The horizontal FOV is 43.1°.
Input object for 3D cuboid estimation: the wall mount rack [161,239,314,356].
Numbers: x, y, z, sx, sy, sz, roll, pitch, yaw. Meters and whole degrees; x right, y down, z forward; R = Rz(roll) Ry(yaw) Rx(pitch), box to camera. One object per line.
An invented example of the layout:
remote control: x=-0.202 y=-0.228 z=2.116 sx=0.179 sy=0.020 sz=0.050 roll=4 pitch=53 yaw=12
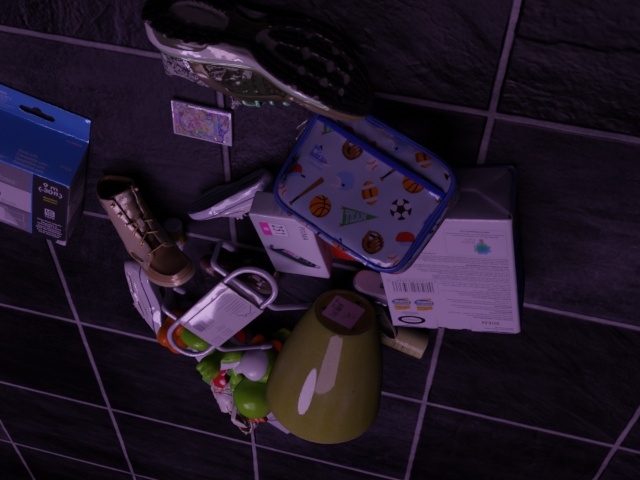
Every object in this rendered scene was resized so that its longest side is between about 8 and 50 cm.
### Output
wall mount rack: x=-0.175 y=0.156 z=1.835 sx=0.304 sy=0.130 sz=0.350 roll=37 pitch=127 yaw=-20

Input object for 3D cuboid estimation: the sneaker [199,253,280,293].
sneaker: x=-0.182 y=0.059 z=1.874 sx=0.188 sy=0.066 sz=0.071 roll=20 pitch=124 yaw=-10

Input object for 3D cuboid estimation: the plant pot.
plant pot: x=0.028 y=0.258 z=1.818 sx=0.275 sy=0.274 sz=0.293 roll=15 pitch=133 yaw=4

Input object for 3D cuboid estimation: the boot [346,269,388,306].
boot: x=0.154 y=0.117 z=1.807 sx=0.190 sy=0.069 sz=0.086 roll=22 pitch=162 yaw=-9

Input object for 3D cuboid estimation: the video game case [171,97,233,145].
video game case: x=-0.231 y=-0.231 z=1.584 sx=0.122 sy=0.011 sz=0.087 roll=13 pitch=140 yaw=6

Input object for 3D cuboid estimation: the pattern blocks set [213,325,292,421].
pattern blocks set: x=-0.129 y=0.347 z=2.096 sx=0.325 sy=0.026 sz=0.285 roll=38 pitch=113 yaw=10

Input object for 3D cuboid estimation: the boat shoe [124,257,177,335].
boat shoe: x=-0.430 y=0.148 z=2.037 sx=0.088 sy=0.096 sz=0.267 roll=9 pitch=139 yaw=17

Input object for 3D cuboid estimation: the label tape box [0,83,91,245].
label tape box: x=-0.639 y=-0.159 z=1.753 sx=0.241 sy=0.106 sz=0.333 roll=21 pitch=141 yaw=-4

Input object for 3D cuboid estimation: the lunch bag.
lunch bag: x=0.078 y=-0.102 z=1.409 sx=0.303 sy=0.243 sz=0.115 roll=35 pitch=-173 yaw=16

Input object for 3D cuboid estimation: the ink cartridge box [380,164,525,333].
ink cartridge box: x=0.260 y=0.044 z=1.601 sx=0.270 sy=0.151 sz=0.395 roll=2 pitch=136 yaw=19

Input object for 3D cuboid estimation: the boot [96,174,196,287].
boot: x=-0.383 y=-0.024 z=1.755 sx=0.262 sy=0.095 sz=0.203 roll=36 pitch=154 yaw=43

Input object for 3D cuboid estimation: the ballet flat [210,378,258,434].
ballet flat: x=-0.248 y=0.481 z=2.352 sx=0.091 sy=0.077 sz=0.241 roll=-10 pitch=132 yaw=31

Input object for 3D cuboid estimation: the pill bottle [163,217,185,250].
pill bottle: x=-0.333 y=-0.011 z=1.853 sx=0.043 sy=0.043 sz=0.083 roll=10 pitch=140 yaw=10

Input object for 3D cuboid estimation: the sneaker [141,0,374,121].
sneaker: x=-0.103 y=-0.290 z=1.387 sx=0.410 sy=0.158 sz=0.182 roll=24 pitch=152 yaw=4

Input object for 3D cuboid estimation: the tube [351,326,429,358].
tube: x=0.136 y=0.209 z=1.917 sx=0.240 sy=0.062 sz=0.070 roll=23 pitch=97 yaw=5

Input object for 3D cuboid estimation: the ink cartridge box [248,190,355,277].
ink cartridge box: x=0.000 y=0.000 z=1.673 sx=0.239 sy=0.060 sz=0.275 roll=8 pitch=155 yaw=14

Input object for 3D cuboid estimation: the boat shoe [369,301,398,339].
boat shoe: x=0.128 y=0.173 z=1.856 sx=0.049 sy=0.043 sz=0.137 roll=-40 pitch=94 yaw=11

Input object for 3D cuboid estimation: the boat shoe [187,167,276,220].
boat shoe: x=-0.177 y=-0.076 z=1.685 sx=0.226 sy=0.083 sz=0.076 roll=-18 pitch=127 yaw=35

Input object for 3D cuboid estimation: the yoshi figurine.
yoshi figurine: x=-0.236 y=0.323 z=2.025 sx=0.362 sy=0.203 sz=0.203 roll=24 pitch=126 yaw=12

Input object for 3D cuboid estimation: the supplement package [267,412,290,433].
supplement package: x=-0.117 y=0.434 z=2.231 sx=0.179 sy=0.105 sz=0.105 roll=37 pitch=132 yaw=-21

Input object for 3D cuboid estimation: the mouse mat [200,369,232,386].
mouse mat: x=-0.239 y=0.415 z=2.337 sx=0.152 sy=0.007 sz=0.190 roll=41 pitch=136 yaw=-25
